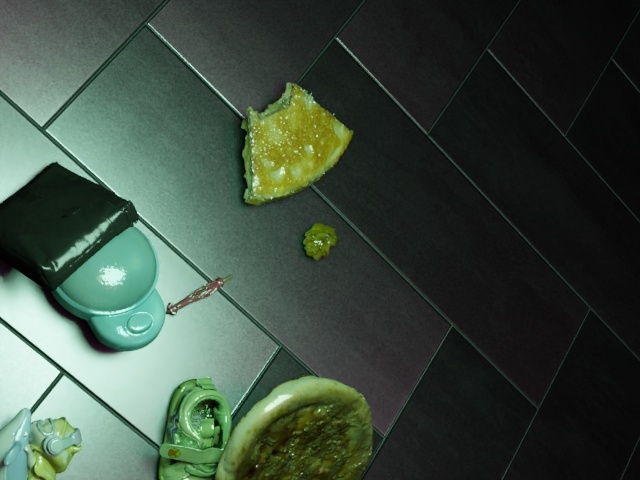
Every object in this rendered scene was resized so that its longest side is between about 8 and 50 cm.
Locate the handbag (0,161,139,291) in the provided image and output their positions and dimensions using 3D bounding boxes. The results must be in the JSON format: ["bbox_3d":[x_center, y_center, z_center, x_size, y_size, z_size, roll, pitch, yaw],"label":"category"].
[{"bbox_3d":[-0.488,-0.040,1.680,0.223,0.246,0.080,-46,146,-26],"label":"handbag"}]

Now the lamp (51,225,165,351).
[{"bbox_3d":[-0.401,0.076,1.749,0.209,0.147,0.284,-25,94,-29],"label":"lamp"}]

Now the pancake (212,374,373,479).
[{"bbox_3d":[-0.044,0.440,1.843,0.382,0.071,0.383,-17,125,-26],"label":"pancake"}]

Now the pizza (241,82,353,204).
[{"bbox_3d":[-0.077,-0.217,2.027,0.323,0.089,0.223,-37,106,-32],"label":"pizza"}]

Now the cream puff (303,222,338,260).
[{"bbox_3d":[0.000,0.000,2.048,0.083,0.058,0.083,-11,85,-30],"label":"cream puff"}]

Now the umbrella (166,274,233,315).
[{"bbox_3d":[-0.248,0.110,1.905,0.165,0.025,0.027,-31,119,-29],"label":"umbrella"}]

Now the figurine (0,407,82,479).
[{"bbox_3d":[-0.512,0.402,1.644,0.183,0.128,0.209,-14,97,-34],"label":"figurine"}]

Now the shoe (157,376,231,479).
[{"bbox_3d":[-0.250,0.400,1.806,0.139,0.128,0.262,7,75,-15],"label":"shoe"}]
